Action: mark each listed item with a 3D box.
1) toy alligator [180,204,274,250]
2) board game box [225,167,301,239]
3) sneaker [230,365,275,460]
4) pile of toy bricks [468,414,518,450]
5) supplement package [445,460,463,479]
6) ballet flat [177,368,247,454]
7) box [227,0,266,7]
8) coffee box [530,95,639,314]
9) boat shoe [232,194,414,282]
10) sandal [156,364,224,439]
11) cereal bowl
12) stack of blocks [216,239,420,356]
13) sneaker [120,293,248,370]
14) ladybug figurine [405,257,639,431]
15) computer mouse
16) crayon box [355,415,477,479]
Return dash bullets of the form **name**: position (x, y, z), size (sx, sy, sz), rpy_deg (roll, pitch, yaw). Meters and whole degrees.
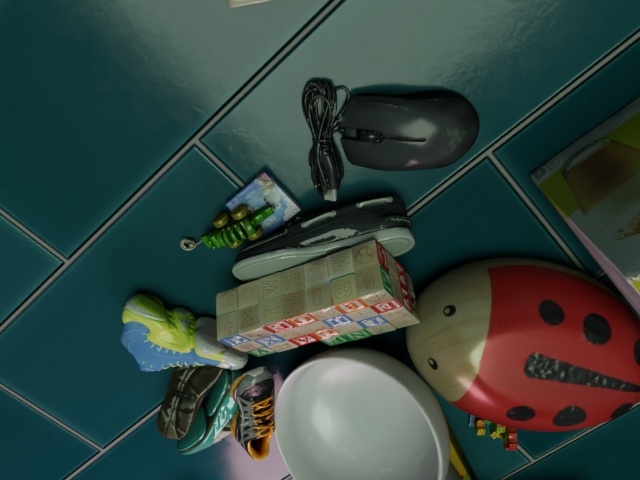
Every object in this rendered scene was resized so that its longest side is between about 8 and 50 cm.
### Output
- **toy alligator**: position (-0.161, -0.008, 0.928), size (0.190, 0.051, 0.056), rpy_deg (-21, 118, 20)
- **board game box**: position (-0.095, -0.059, 0.936), size (0.090, 0.020, 0.090), rpy_deg (-37, 113, 18)
- **sneaker**: position (-0.114, 0.317, 1.037), size (0.084, 0.083, 0.215), rpy_deg (-15, 131, -27)
- **pile of toy bricks**: position (0.343, 0.330, 1.099), size (0.118, 0.105, 0.212), rpy_deg (-1, 118, 0)
- **supplement package**: position (0.194, 0.555, 1.070), size (0.194, 0.203, 0.149), rpy_deg (-28, 115, 14)
- **ballet flat**: position (-0.200, 0.350, 1.121), size (0.087, 0.083, 0.247), rpy_deg (21, 119, -27)
- **box**: position (-0.073, -0.457, 0.668), size (0.148, 0.121, 0.311), rpy_deg (-8, 118, 3)
- **coffee box**: position (0.578, -0.019, 0.788), size (0.337, 0.334, 0.338), rpy_deg (-38, 112, 17)
- **boat shoe**: position (0.000, 0.000, 0.933), size (0.302, 0.091, 0.114), rpy_deg (-10, 153, 3)
- **sandal**: position (-0.243, 0.278, 1.083), size (0.090, 0.060, 0.219), rpy_deg (24, 96, 5)
- **cereal bowl**: position (0.087, 0.349, 1.050), size (0.339, 0.141, 0.339), rpy_deg (8, 106, 30)
- **stack of blocks**: position (-0.005, 0.113, 0.946), size (0.297, 0.087, 0.171), rpy_deg (-19, 149, 20)
- **sneaker**: position (-0.256, 0.194, 1.028), size (0.240, 0.091, 0.126), rpy_deg (29, 111, -2)
- **ladybug figurine**: position (0.374, 0.191, 0.962), size (0.449, 0.162, 0.305), rpy_deg (9, 99, -5)
- **computer mouse**: position (0.112, -0.154, 0.859), size (0.272, 0.072, 0.188), rpy_deg (-5, 117, 2)
- **crayon box**: position (0.202, 0.481, 1.192), size (0.202, 0.081, 0.318), rpy_deg (-24, 115, 12)
